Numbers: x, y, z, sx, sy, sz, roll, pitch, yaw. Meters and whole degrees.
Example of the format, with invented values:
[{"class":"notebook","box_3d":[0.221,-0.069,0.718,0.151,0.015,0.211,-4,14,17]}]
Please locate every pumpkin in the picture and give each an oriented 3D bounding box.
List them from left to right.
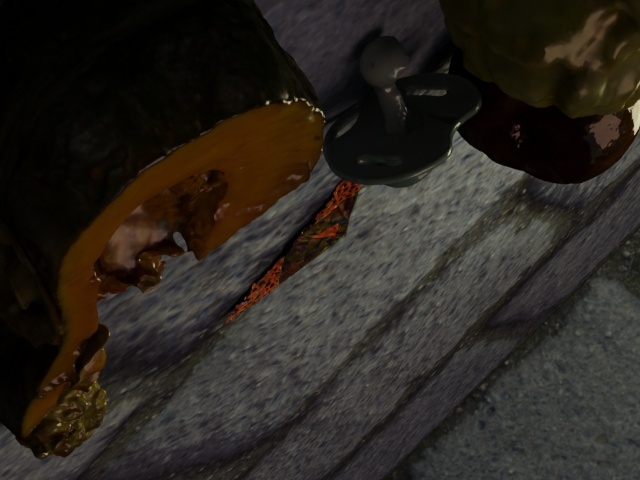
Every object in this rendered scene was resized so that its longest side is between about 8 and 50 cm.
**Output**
[{"class":"pumpkin","box_3d":[-0.116,-0.033,0.803,0.190,0.139,0.280,-29,161,-36]}]

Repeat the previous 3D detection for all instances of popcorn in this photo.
[{"class":"popcorn","box_3d":[-0.212,0.138,1.146,0.082,0.057,0.083,-48,160,14]},{"class":"popcorn","box_3d":[0.203,-0.198,1.038,0.256,0.195,0.255,-23,163,-20]}]

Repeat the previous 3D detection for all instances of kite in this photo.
[{"class":"kite","box_3d":[-0.001,-0.001,1.369,0.222,0.008,0.125,-49,163,19]}]

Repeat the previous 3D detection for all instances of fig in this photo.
[{"class":"fig","box_3d":[0.228,-0.184,1.225,0.274,0.170,0.145,-58,163,-16]}]

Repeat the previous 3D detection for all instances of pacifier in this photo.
[{"class":"pacifier","box_3d":[0.054,-0.108,1.114,0.150,0.126,0.117,-51,134,-35]}]
